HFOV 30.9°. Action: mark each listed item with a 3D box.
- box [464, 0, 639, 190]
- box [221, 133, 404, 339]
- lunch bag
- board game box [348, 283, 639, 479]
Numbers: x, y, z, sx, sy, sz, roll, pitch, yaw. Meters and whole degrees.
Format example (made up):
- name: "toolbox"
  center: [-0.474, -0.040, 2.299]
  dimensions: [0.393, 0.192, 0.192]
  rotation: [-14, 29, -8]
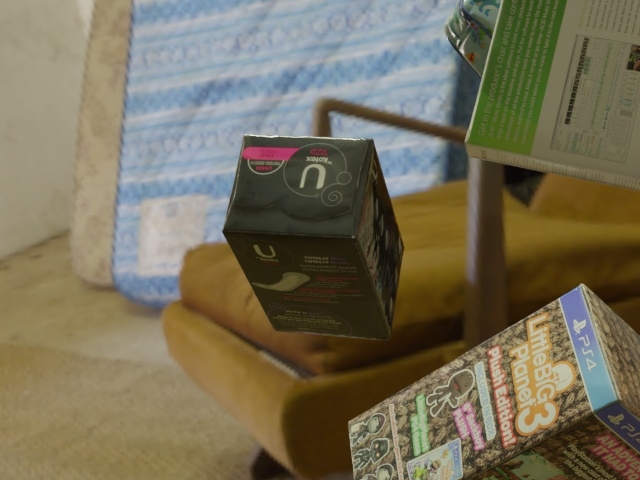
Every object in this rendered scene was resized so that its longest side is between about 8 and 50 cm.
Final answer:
- name: "box"
  center: [0.338, -0.172, 1.246]
  dimensions: [0.322, 0.232, 0.058]
  rotation: [13, -12, 12]
- name: "box"
  center: [0.000, 0.000, 1.438]
  dimensions: [0.165, 0.270, 0.143]
  rotation: [3, 61, 14]
- name: "lunch bag"
  center: [0.298, -0.284, 1.642]
  dimensions: [0.176, 0.219, 0.090]
  rotation: [-33, -11, -28]
- name: "board game box"
  center: [0.213, 0.216, 1.139]
  dimensions: [0.291, 0.232, 0.141]
  rotation: [-34, 38, 24]
